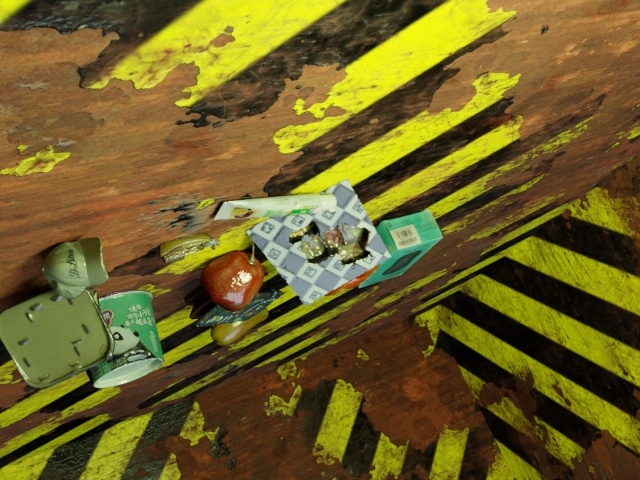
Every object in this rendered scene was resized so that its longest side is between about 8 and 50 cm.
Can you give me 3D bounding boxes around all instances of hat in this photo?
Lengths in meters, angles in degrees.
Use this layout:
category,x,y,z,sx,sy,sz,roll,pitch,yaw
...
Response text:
category,x,y,z,sx,sy,sz,roll,pitch,yaw
hat,-0.496,0.061,1.346,0.166,0.122,0.081,-7,-175,30

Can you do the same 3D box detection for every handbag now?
category,x,y,z,sx,sy,sz,roll,pitch,yaw
handbag,-0.280,0.160,2.010,0.216,0.073,0.203,-37,159,30

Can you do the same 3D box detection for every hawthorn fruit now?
category,x,y,z,sx,sy,sz,roll,pitch,yaw
hawthorn fruit,-0.216,0.089,1.787,0.203,0.162,0.163,-41,160,10

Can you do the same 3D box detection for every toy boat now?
category,x,y,z,sx,sy,sz,roll,pitch,yaw
toy boat,-0.312,0.018,1.588,0.149,0.048,0.047,-16,160,-26

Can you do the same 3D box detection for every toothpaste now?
category,x,y,z,sx,sy,sz,roll,pitch,yaw
toothpaste,-0.100,-0.083,1.586,0.315,0.056,0.058,-8,112,-33

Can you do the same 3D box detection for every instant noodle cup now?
category,x,y,z,sx,sy,sz,roll,pitch,yaw
instant noodle cup,-0.543,0.271,1.782,0.251,0.190,0.251,-22,162,-7

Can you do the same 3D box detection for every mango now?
category,x,y,z,sx,sy,sz,roll,pitch,yaw
mango,-0.284,0.289,2.345,0.228,0.099,0.136,-26,160,-24

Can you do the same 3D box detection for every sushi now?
category,x,y,z,sx,sy,sz,roll,pitch,yaw
sushi,0.000,0.000,1.775,0.292,0.059,0.294,-29,121,7

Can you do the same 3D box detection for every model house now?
category,x,y,z,sx,sy,sz,roll,pitch,yaw
model house,-0.590,0.185,1.572,0.219,0.204,0.278,-23,-168,-2

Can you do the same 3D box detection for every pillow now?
category,x,y,z,sx,sy,sz,roll,pitch,yaw
pillow,-0.239,0.201,2.003,0.189,0.034,0.256,-35,159,25

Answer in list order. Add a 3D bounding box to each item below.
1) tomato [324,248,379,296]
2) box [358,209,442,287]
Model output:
category,x,y,z,sx,sy,sz,roll,pitch,yaw
tomato,0.052,0.058,1.973,0.260,0.179,0.260,-22,165,-6
box,0.245,0.032,2.262,0.205,0.118,0.311,-12,159,-30
